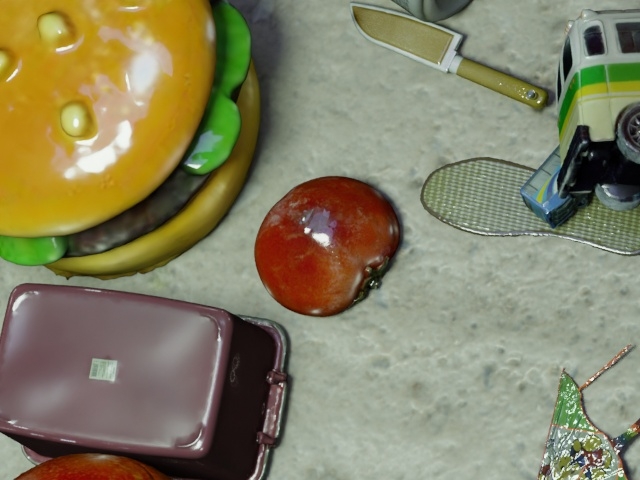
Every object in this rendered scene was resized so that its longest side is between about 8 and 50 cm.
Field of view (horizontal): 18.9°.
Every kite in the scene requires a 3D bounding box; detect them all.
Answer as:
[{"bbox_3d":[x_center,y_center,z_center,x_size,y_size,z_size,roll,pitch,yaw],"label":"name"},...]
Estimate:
[{"bbox_3d":[0.307,0.193,1.912,0.244,0.006,0.198,-40,62,8],"label":"kite"}]

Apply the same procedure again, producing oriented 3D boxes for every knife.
[{"bbox_3d":[0.136,-0.202,2.068,0.256,0.022,0.046,26,92,23],"label":"knife"}]

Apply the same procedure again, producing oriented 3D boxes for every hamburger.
[{"bbox_3d":[-0.259,-0.151,2.020,0.395,0.277,0.396,-4,74,15],"label":"hamburger"}]

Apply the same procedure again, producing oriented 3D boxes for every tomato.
[{"bbox_3d":[0.000,0.000,2.012,0.139,0.091,0.159,42,90,21],"label":"tomato"}]

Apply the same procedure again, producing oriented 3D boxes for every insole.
[{"bbox_3d":[0.227,-0.036,2.010,0.253,0.005,0.086,11,79,16],"label":"insole"}]

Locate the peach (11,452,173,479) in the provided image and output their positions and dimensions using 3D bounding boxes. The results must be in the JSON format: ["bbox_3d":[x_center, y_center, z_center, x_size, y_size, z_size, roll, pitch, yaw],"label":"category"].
[{"bbox_3d":[-0.234,0.327,1.884,0.245,0.275,0.248,6,48,32],"label":"peach"}]

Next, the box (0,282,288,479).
[{"bbox_3d":[-0.194,0.147,1.983,0.294,0.167,0.193,6,79,16],"label":"box"}]

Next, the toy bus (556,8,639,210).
[{"bbox_3d":[0.387,-0.139,1.895,0.305,0.143,0.179,-2,68,-3],"label":"toy bus"}]

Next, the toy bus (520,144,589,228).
[{"bbox_3d":[0.272,-0.084,1.983,0.061,0.051,0.153,37,82,24],"label":"toy bus"}]

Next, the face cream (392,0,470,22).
[{"bbox_3d":[0.105,-0.339,2.031,0.153,0.177,0.177,38,87,18],"label":"face cream"}]
